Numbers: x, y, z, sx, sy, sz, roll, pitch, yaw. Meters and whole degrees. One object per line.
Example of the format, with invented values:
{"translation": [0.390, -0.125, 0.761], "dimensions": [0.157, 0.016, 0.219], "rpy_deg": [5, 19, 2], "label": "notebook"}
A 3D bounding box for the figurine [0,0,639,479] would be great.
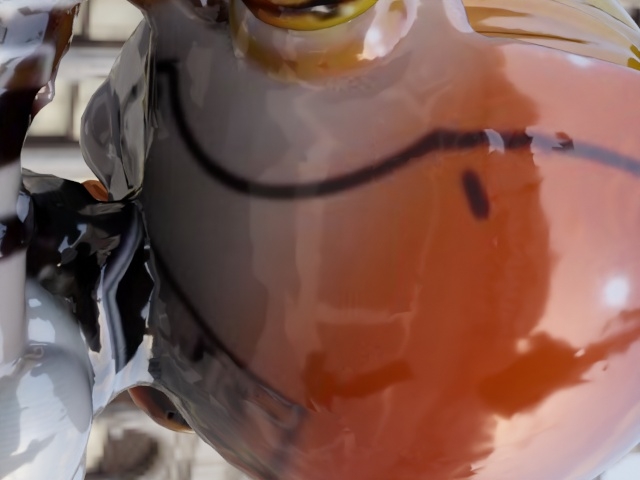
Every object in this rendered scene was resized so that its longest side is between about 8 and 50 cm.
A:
{"translation": [-0.001, 0.004, 0.566], "dimensions": [0.320, 0.323, 0.196], "rpy_deg": [108, -30, -58], "label": "figurine"}
